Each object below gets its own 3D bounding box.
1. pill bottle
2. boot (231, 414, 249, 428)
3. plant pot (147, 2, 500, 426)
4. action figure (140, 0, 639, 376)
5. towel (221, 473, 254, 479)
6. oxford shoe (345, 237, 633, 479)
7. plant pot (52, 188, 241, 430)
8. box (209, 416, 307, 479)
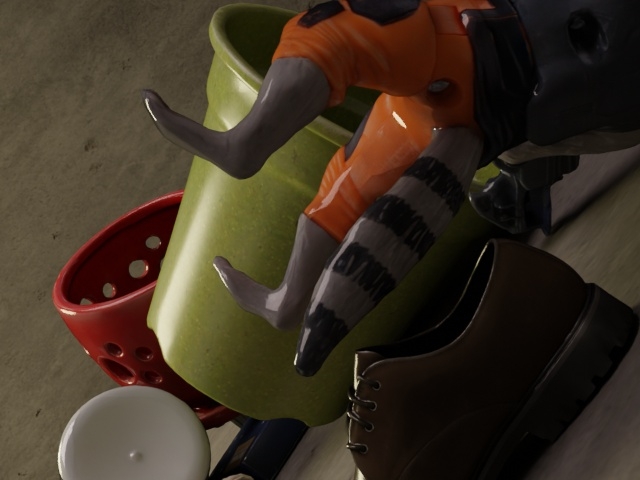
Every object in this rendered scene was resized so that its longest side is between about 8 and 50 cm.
[{"bbox_3d":[-0.170,0.239,1.275,0.130,0.130,0.246,-55,-11,-30],"label":"pill bottle"},{"bbox_3d":[-0.050,0.111,1.518,0.179,0.085,0.236,-50,6,2],"label":"boot"},{"bbox_3d":[-0.007,-0.007,1.082,0.254,0.276,0.276,-63,1,22],"label":"plant pot"},{"bbox_3d":[0.098,-0.055,0.740,0.330,0.178,0.341,-30,-39,-8],"label":"action figure"},{"bbox_3d":[-0.184,0.369,1.095,0.332,0.053,0.317,-49,6,31],"label":"towel"},{"bbox_3d":[0.040,0.096,0.659,0.227,0.096,0.083,-54,6,1],"label":"oxford shoe"},{"bbox_3d":[-0.127,0.069,1.312,0.191,0.174,0.191,-23,29,14],"label":"plant pot"},{"bbox_3d":[-0.038,0.164,1.290,0.225,0.036,0.136,-56,6,-26],"label":"box"}]
